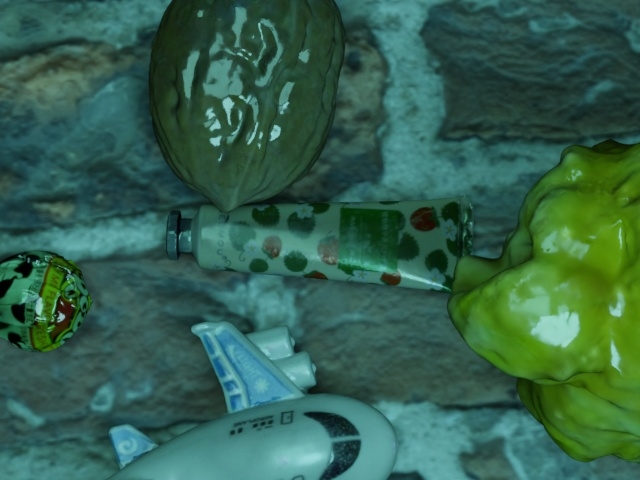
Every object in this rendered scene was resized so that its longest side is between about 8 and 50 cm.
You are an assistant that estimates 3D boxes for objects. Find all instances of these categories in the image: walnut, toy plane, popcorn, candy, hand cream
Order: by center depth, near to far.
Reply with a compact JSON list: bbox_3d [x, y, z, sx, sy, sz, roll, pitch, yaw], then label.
[{"bbox_3d":[0.279,0.060,1.504,0.292,0.334,0.293,-47,48,-13],"label":"popcorn"},{"bbox_3d":[-0.064,0.198,1.616,0.267,0.122,0.266,0,77,2],"label":"toy plane"},{"bbox_3d":[-0.068,-0.137,1.672,0.178,0.178,0.230,7,81,7],"label":"walnut"},{"bbox_3d":[0.000,0.000,1.691,0.276,0.059,0.095,2,74,1],"label":"hand cream"},{"bbox_3d":[-0.355,0.037,1.711,0.305,0.083,0.091,9,79,15],"label":"candy"}]
